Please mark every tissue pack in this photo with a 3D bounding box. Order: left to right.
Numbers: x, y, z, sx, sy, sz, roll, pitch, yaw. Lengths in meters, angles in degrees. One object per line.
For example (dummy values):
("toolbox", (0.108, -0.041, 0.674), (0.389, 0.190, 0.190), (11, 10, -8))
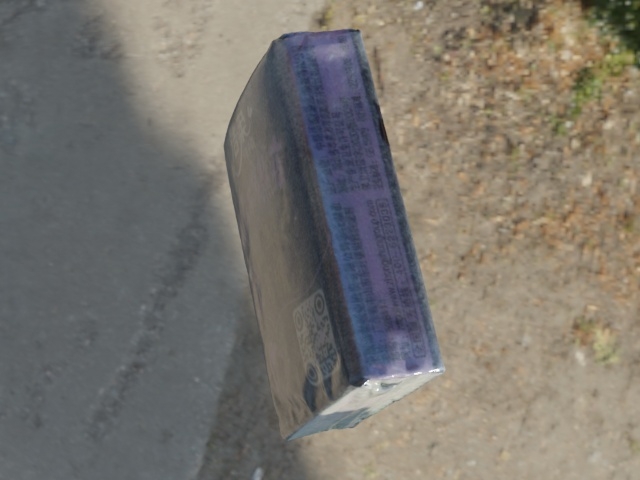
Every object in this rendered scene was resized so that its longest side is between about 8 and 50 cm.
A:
("tissue pack", (0.000, 0.000, 0.504), (0.051, 0.112, 0.156), (-6, 72, -20))
